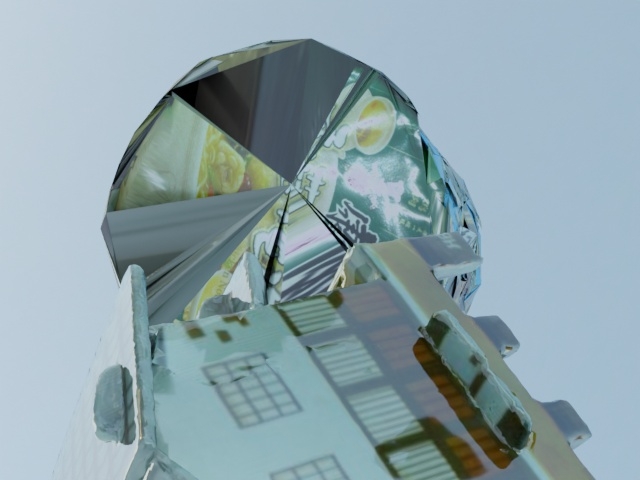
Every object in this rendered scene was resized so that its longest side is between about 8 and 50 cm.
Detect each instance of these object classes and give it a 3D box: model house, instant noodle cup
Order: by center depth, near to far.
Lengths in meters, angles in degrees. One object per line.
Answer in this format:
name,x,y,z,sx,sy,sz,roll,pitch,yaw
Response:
model house,-0.009,0.132,0.546,0.198,0.215,0.224,56,-44,32
instant noodle cup,0.000,0.000,0.878,0.240,0.178,0.240,-3,-99,22
